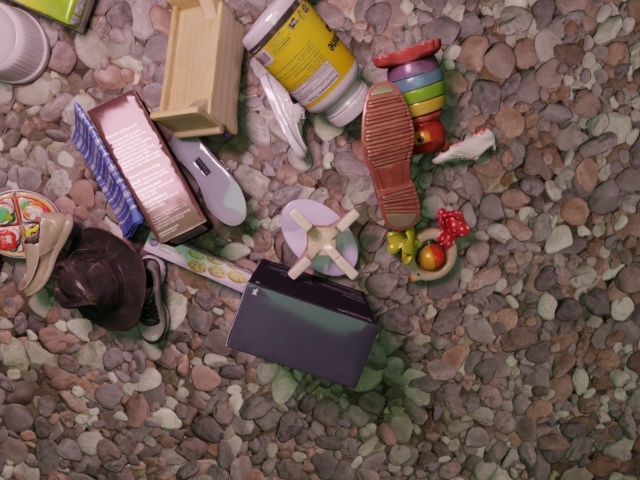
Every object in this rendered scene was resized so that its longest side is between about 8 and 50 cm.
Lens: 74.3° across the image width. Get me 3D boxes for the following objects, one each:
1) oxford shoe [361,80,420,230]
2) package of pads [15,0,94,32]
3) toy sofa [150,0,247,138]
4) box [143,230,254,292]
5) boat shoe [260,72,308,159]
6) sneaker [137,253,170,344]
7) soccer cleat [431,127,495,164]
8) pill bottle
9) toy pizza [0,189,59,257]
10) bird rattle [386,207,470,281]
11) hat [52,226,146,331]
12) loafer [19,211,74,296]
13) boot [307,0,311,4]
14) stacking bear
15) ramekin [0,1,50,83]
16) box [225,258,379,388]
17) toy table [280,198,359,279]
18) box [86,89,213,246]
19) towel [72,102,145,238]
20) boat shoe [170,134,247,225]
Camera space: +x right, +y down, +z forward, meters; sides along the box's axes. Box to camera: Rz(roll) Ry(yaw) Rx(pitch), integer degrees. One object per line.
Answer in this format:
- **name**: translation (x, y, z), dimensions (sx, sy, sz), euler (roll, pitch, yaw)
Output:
- **oxford shoe**: translation (0.183, -0.230, 1.171), dimensions (0.141, 0.146, 0.396), euler (-8, 109, 3)
- **package of pads**: translation (-0.749, -0.733, 1.129), dimensions (0.297, 0.101, 0.229), euler (24, 98, -5)
- **toy sofa**: translation (-0.317, -0.455, 1.124), dimensions (0.150, 0.177, 0.362), euler (0, 81, 21)
- **box**: translation (-0.358, 0.062, 1.261), dimensions (0.324, 0.063, 0.067), euler (25, 95, -4)
- **boat shoe**: translation (-0.083, -0.360, 1.195), dimensions (0.084, 0.095, 0.258), euler (-24, 99, 6)
- **sneaker**: translation (-0.514, 0.182, 1.254), dimensions (0.100, 0.108, 0.271), euler (-1, 99, -4)
- **soccer cleat**: translation (0.422, -0.259, 1.234), dimensions (0.196, 0.068, 0.076), euler (-25, 100, -1)
- **pill bottle**: translation (-0.022, -0.462, 1.104), dimensions (0.334, 0.188, 0.188), euler (40, 96, -27)
- **toy pizza**: translation (-0.858, -0.045, 1.212), dimensions (0.201, 0.032, 0.201), euler (-7, 105, -26)
- **bird rattle**: translation (0.330, 0.017, 1.264), dimensions (0.254, 0.143, 0.206), euler (-17, 110, -12)
- **hat**: translation (-0.650, 0.120, 1.178), dimensions (0.331, 0.134, 0.331), euler (3, 98, 23)
- **loafer**: translation (-0.798, 0.030, 1.200), dimensions (0.092, 0.102, 0.268), euler (25, 93, -40)
- **boot**: translation (-0.007, -0.702, 1.154), dimensions (0.204, 0.095, 0.261), euler (-16, 95, -1)
- **stacking bear**: translation (0.273, -0.382, 1.170), dimensions (0.175, 0.164, 0.289), euler (-8, 111, 24)
- **ramekin**: translation (-0.869, -0.542, 1.148), dimensions (0.207, 0.109, 0.207), euler (0, 98, -1)
- **box**: translation (-0.047, 0.209, 1.163), dimensions (0.343, 0.312, 0.178), euler (19, 97, -3)
- **toy table**: translation (0.000, 0.000, 1.208), dimensions (0.274, 0.161, 0.252), euler (34, 93, -7)
- **box**: translation (-0.443, -0.178, 1.133), dimensions (0.143, 0.191, 0.381), euler (-27, 90, -9)
- **towel**: translation (-0.585, -0.170, 1.149), dimensions (0.040, 0.243, 0.336), euler (-31, 97, -31)
- **boat shoe**: translation (-0.307, -0.177, 1.211), dimensions (0.113, 0.105, 0.306), euler (-41, 90, 8)
